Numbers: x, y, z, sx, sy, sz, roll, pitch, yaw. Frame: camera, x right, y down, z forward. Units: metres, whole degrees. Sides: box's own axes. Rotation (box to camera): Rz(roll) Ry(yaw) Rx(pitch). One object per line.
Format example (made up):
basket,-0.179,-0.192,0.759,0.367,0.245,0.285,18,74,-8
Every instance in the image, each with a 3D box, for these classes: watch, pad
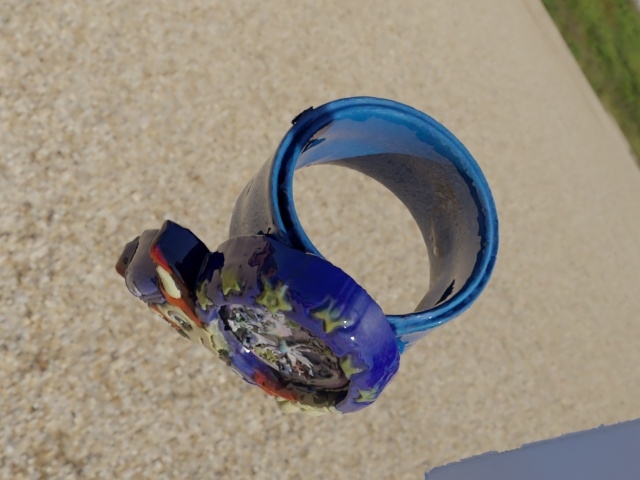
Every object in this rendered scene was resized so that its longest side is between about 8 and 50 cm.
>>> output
watch,0.008,0.003,0.825,0.196,0.171,0.200,44,62,-11
pad,0.194,0.189,0.809,0.156,0.232,0.004,-101,177,-46
